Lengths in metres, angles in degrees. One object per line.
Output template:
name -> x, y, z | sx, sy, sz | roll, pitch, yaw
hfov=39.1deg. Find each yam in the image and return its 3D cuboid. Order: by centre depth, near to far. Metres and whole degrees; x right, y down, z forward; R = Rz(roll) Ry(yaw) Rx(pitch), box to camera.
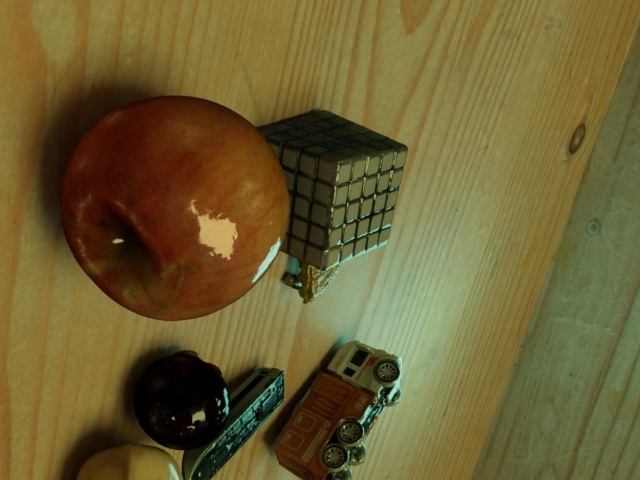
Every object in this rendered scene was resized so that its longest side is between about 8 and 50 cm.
yam -> -0.041, 0.103, 2.101 | 0.145, 0.032, 0.032 | 24, 92, -57

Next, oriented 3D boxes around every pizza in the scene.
pizza -> 0.000, 0.000, 2.052 | 0.197, 0.058, 0.292 | 39, 68, -54

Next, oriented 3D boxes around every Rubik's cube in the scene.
Rubik's cube -> 0.004, -0.106, 1.826 | 0.237, 0.237, 0.238 | -24, 130, -47

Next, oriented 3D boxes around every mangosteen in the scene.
mangosteen -> -0.271, 0.309, 1.804 | 0.230, 0.194, 0.194 | -78, 179, -67

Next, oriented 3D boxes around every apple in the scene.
apple -> -0.220, -0.059, 1.444 | 0.364, 0.364, 0.364 | -34, 137, -38

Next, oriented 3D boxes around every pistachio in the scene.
pistachio -> -0.368, 0.527, 1.740 | 0.230, 0.230, 0.309 | -14, 113, -50

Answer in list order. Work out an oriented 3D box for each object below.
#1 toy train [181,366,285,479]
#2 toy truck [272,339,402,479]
toy train -> -0.203, 0.400, 1.937 | 0.407, 0.088, 0.086 | -39, 135, -57
toy truck -> 0.049, 0.441, 2.308 | 0.387, 0.207, 0.173 | -54, 157, -25
